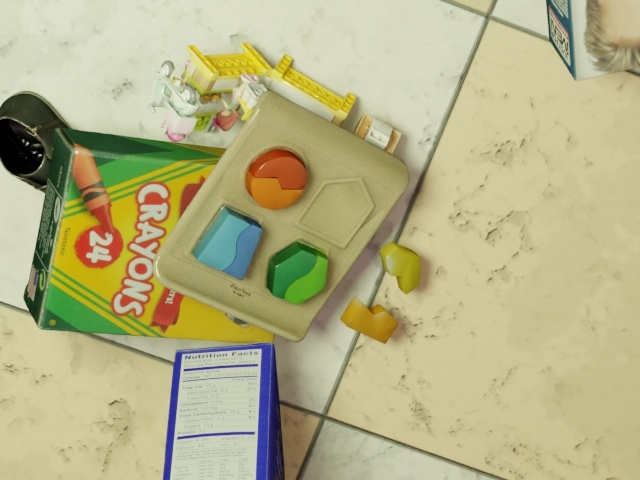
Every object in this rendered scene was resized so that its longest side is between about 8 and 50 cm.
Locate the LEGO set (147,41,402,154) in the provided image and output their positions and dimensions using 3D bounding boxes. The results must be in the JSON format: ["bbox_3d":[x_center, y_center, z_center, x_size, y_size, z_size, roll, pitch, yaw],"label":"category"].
[{"bbox_3d":[-0.063,-0.126,1.824,0.287,0.132,0.107,10,128,-32],"label":"LEGO set"}]

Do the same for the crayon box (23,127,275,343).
[{"bbox_3d":[-0.138,0.001,1.820,0.318,0.081,0.202,5,110,-25],"label":"crayon box"}]

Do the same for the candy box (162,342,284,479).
[{"bbox_3d":[-0.099,0.310,1.810,0.122,0.317,0.268,-1,129,2],"label":"candy box"}]

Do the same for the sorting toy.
[{"bbox_3d":[0.000,0.000,1.804,0.307,0.041,0.229,26,102,-35],"label":"sorting toy"}]

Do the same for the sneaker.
[{"bbox_3d":[-0.268,-0.059,1.835,0.222,0.118,0.083,42,103,-12],"label":"sneaker"}]

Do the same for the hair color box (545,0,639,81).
[{"bbox_3d":[0.308,-0.344,1.689,0.174,0.105,0.347,-13,125,-4],"label":"hair color box"}]
